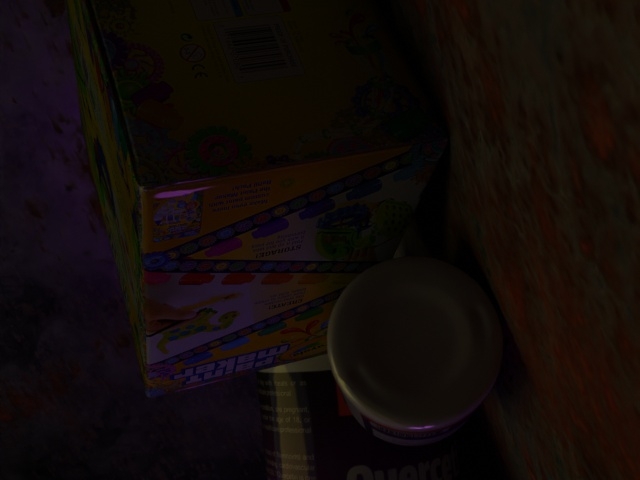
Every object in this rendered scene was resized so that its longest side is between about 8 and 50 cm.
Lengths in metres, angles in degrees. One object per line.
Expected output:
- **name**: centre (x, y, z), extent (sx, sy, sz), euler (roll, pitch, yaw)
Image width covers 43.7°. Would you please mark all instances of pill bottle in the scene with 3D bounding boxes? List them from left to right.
- **pill bottle**: centre (0.036, 0.185, 0.750), extent (0.181, 0.182, 0.322), euler (99, 164, -86)
- **pill bottle**: centre (0.064, 0.088, 0.565), extent (0.193, 0.108, 0.108), euler (75, 174, -71)

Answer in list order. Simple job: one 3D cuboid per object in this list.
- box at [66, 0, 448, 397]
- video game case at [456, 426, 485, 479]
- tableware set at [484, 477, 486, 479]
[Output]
- **box**: centre (-0.078, -0.084, 0.592), extent (0.279, 0.177, 0.290), euler (109, 145, -56)
- **video game case**: centre (0.127, 0.243, 0.939), extent (0.248, 0.035, 0.274), euler (83, 171, -45)
- **tableware set**: centre (0.185, 0.308, 0.866), extent (0.169, 0.020, 0.141), euler (-156, 45, -88)
